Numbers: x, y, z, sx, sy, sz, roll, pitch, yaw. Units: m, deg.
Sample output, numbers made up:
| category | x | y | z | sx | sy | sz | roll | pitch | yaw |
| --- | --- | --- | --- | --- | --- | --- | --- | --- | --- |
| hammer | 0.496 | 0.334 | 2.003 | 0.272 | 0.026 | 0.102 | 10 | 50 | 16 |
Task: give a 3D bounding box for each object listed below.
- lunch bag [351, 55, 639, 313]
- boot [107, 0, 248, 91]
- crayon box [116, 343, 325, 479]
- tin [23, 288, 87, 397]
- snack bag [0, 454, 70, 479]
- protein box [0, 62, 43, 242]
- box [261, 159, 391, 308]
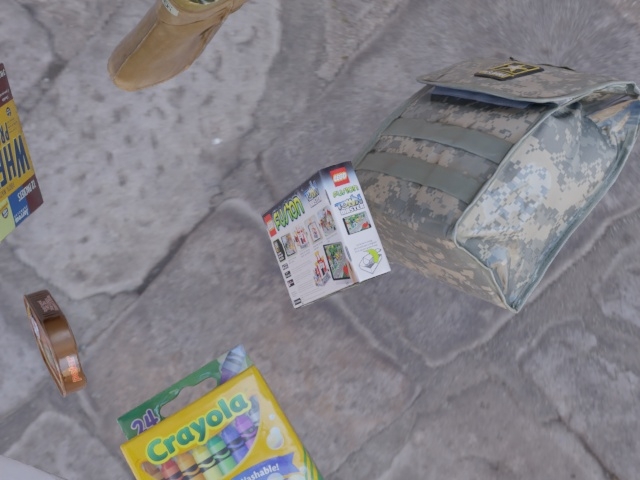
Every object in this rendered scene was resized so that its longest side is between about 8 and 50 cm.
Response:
| category | x | y | z | sx | sy | sz | roll | pitch | yaw |
| --- | --- | --- | --- | --- | --- | --- | --- | --- | --- |
| lunch bag | 0.189 | -0.096 | 1.187 | 0.287 | 0.235 | 0.169 | -51 | 125 | -12 |
| boot | -0.111 | -0.273 | 1.191 | 0.236 | 0.269 | 0.089 | -25 | 89 | -24 |
| crayon box | -0.112 | 0.308 | 1.359 | 0.203 | 0.083 | 0.323 | -31 | 72 | -5 |
| tin | -0.339 | 0.129 | 1.356 | 0.040 | 0.190 | 0.106 | -15 | 113 | -22 |
| snack bag | -0.312 | 0.259 | 0.835 | 0.323 | 0.342 | 0.037 | 17 | 115 | 12 |
| protein box | -0.494 | -0.102 | 1.350 | 0.201 | 0.136 | 0.199 | -5 | 113 | 12 |
| box | 0.000 | 0.000 | 1.080 | 0.036 | 0.207 | 0.114 | -18 | 86 | -21 |
